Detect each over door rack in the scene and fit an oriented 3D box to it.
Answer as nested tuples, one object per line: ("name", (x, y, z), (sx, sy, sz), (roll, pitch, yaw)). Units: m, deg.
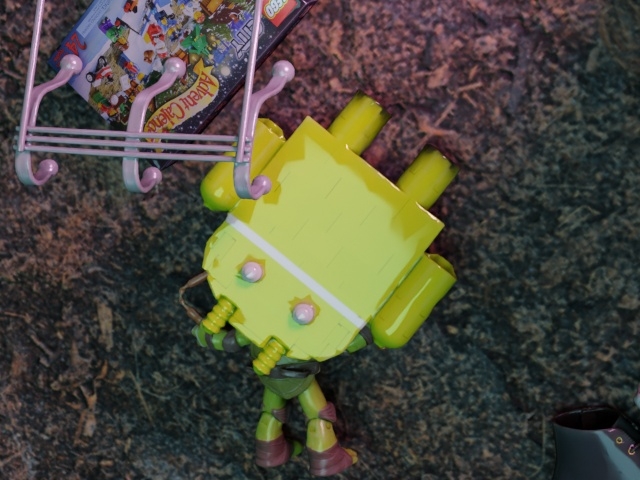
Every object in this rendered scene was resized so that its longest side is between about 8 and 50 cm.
("over door rack", (-0.148, -0.205, 0.991), (0.239, 0.108, 0.324), (4, 94, 15))

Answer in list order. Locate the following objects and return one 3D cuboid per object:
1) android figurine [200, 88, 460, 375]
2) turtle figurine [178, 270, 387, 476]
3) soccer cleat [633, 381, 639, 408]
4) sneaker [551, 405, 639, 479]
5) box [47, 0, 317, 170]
("android figurine", (0.000, 0.000, 1.031), (0.248, 0.056, 0.273), (41, 92, 3))
("turtle figurine", (-0.017, 0.128, 1.106), (0.269, 0.087, 0.217), (-3, 106, 17))
("soccer cleat", (0.405, 0.063, 0.945), (0.143, 0.116, 0.331), (39, 111, 14))
("sneaker", (0.328, 0.223, 1.034), (0.222, 0.083, 0.118), (-3, 106, 19))
("box", (-0.137, -0.203, 1.060), (0.159, 0.044, 0.233), (45, 114, 0))
